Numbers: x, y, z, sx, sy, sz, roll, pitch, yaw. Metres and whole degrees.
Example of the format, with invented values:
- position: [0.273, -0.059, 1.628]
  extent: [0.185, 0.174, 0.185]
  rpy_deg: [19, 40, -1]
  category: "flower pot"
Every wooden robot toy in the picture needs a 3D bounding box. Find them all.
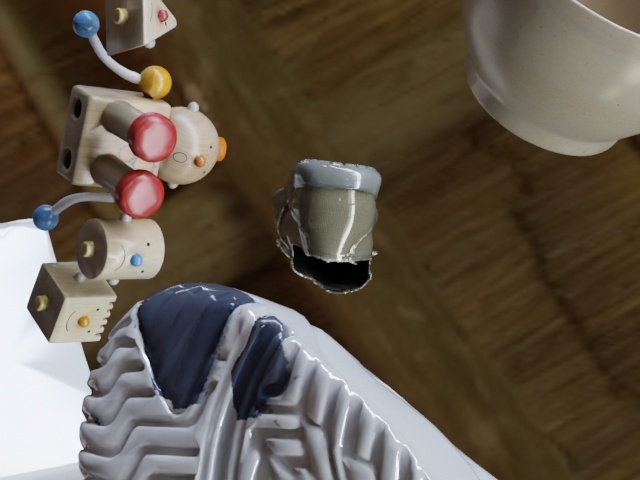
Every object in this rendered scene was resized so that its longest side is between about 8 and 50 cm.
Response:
- position: [-0.074, -0.032, 0.803]
  extent: [0.076, 0.079, 0.173]
  rpy_deg: [31, -67, 47]
  category: "wooden robot toy"

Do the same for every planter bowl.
- position: [0.142, -0.116, 0.952]
  extent: [0.162, 0.162, 0.109]
  rpy_deg: [55, -43, 28]
  category: "planter bowl"

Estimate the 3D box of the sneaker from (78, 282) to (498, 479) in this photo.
- position: [0.050, 0.101, 0.450]
  extent: [0.235, 0.153, 0.094]
  rpy_deg: [39, -76, 16]
  category: "sneaker"

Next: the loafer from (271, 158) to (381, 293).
- position: [0.000, 0.000, 1.455]
  extent: [0.251, 0.094, 0.087]
  rpy_deg: [87, 10, -79]
  category: "loafer"

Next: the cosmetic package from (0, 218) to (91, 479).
- position: [-0.321, 0.164, 1.146]
  extent: [0.453, 0.230, 0.162]
  rpy_deg: [-47, -122, 53]
  category: "cosmetic package"
